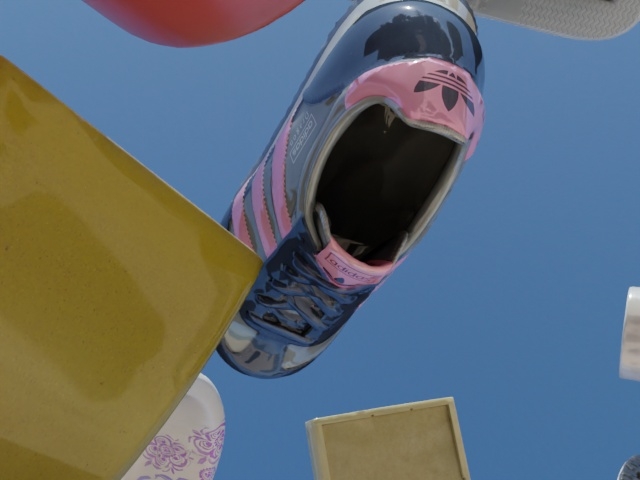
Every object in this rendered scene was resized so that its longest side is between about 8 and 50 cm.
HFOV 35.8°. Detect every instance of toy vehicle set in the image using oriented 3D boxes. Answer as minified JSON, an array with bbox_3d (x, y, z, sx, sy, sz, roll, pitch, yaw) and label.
[{"bbox_3d":[0.087,0.310,1.048,0.166,0.035,0.267,-4,-106,-19],"label":"toy vehicle set"}]

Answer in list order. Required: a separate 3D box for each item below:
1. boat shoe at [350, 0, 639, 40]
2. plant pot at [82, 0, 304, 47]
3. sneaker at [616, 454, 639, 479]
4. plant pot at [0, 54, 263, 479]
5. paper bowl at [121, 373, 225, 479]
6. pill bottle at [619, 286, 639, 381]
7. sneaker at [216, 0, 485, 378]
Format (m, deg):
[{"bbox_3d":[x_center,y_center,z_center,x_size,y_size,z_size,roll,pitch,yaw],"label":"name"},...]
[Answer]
[{"bbox_3d":[0.090,-0.219,0.717,0.302,0.094,0.109,18,-58,-1],"label":"boat shoe"},{"bbox_3d":[-0.106,-0.248,0.399,0.275,0.243,0.275,-11,-108,36],"label":"plant pot"},{"bbox_3d":[0.273,0.235,0.760,0.111,0.300,0.121,28,-81,28],"label":"sneaker"},{"bbox_3d":[-0.196,0.049,0.546,0.212,0.212,0.187,40,-122,-40],"label":"plant pot"},{"bbox_3d":[-0.228,0.204,0.858,0.148,0.284,0.284,30,-88,26],"label":"paper bowl"},{"bbox_3d":[0.276,0.070,0.669,0.137,0.078,0.078,5,-87,19],"label":"pill bottle"},{"bbox_3d":[0.000,0.000,0.610,0.112,0.131,0.319,16,-52,-12],"label":"sneaker"}]
